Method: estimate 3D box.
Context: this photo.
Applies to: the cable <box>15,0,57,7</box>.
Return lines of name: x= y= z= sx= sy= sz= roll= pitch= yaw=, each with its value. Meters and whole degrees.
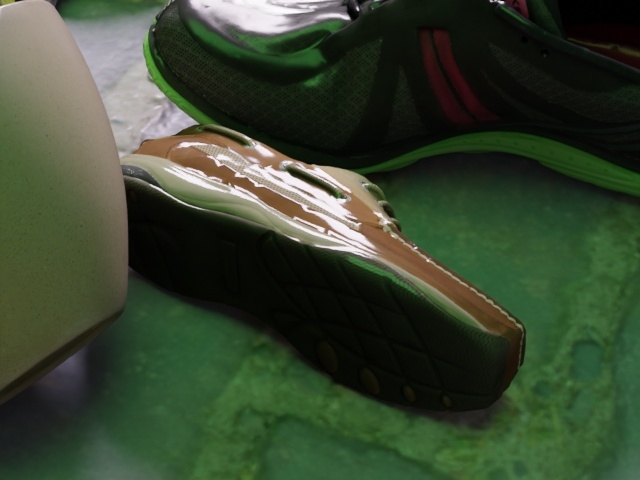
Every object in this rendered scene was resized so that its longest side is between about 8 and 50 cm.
cable: x=-0.209 y=-0.238 z=1.559 sx=0.139 sy=0.072 sz=0.287 roll=32 pitch=56 yaw=27

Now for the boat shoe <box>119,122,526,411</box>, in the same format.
boat shoe: x=0.000 y=0.000 z=1.315 sx=0.324 sy=0.122 sz=0.120 roll=27 pitch=50 yaw=21

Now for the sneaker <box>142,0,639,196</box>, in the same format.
sneaker: x=0.113 y=-0.154 z=1.397 sx=0.482 sy=0.202 sz=0.185 roll=3 pitch=47 yaw=2

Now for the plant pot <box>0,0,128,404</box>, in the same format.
plant pot: x=-0.233 y=0.005 z=1.237 sx=0.284 sy=0.284 sz=0.191 roll=-35 pitch=87 yaw=-27

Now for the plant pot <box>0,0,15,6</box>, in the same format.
plant pot: x=-0.344 y=-0.179 z=1.386 sx=0.227 sy=0.228 sz=0.207 roll=-35 pitch=54 yaw=-20
